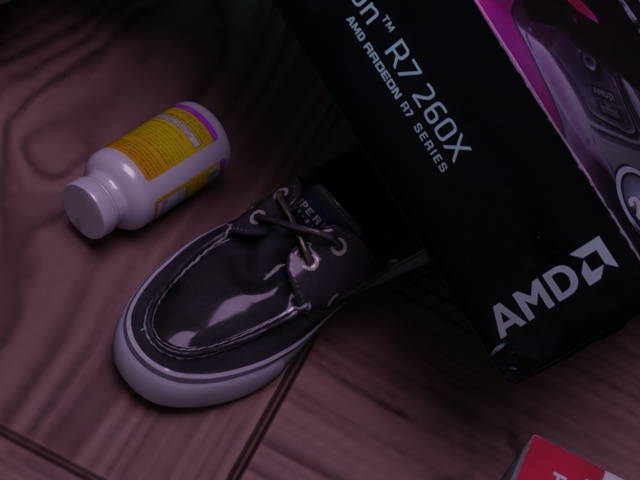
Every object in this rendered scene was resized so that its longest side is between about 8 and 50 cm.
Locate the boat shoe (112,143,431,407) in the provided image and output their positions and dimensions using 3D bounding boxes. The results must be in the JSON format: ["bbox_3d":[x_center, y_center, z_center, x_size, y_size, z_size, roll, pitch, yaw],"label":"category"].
[{"bbox_3d":[0.000,0.000,0.771,0.228,0.076,0.080,-25,64,-33],"label":"boat shoe"}]

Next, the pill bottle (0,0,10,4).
[{"bbox_3d":[-0.230,-0.202,0.790,0.319,0.176,0.176,-3,54,-20],"label":"pill bottle"}]

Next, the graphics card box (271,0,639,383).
[{"bbox_3d":[0.072,-0.130,0.777,0.233,0.094,0.371,-16,74,-58],"label":"graphics card box"}]

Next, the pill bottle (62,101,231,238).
[{"bbox_3d":[-0.086,-0.033,0.790,0.043,0.043,0.083,42,51,16],"label":"pill bottle"}]

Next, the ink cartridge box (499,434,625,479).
[{"bbox_3d":[0.127,0.162,0.662,0.150,0.109,0.063,27,48,4],"label":"ink cartridge box"}]
